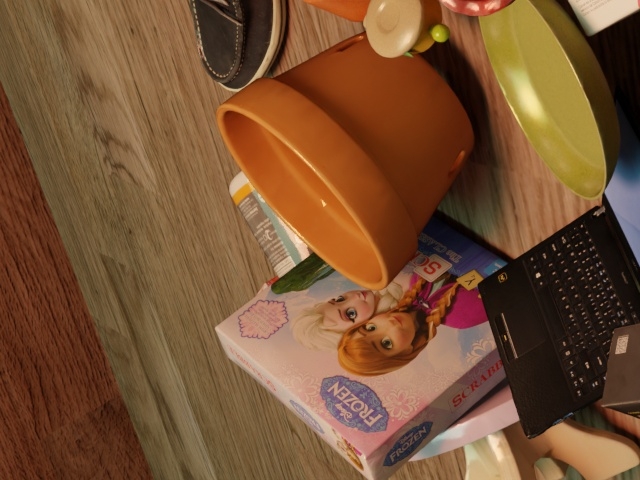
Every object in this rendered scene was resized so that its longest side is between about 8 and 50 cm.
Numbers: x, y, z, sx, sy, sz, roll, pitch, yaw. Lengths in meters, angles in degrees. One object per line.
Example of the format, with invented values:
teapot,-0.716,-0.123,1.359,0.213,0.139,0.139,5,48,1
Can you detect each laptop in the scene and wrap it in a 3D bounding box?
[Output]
laptop,0.257,0.023,1.262,0.136,0.264,0.234,41,-155,-34

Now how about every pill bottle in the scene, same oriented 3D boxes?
pill bottle,0.000,0.000,1.796,0.278,0.162,0.162,59,154,4

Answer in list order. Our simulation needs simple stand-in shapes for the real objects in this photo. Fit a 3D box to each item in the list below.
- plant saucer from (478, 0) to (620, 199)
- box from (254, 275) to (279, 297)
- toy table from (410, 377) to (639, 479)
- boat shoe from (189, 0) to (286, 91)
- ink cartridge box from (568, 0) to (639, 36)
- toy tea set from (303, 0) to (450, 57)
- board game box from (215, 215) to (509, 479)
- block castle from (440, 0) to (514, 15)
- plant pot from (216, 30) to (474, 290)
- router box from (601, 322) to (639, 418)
plant saucer,0.229,-0.155,1.222,0.241,0.037,0.241,62,175,9
box,-0.040,0.133,2.037,0.123,0.128,0.257,57,153,10
toy table,0.242,0.255,1.541,0.274,0.252,0.161,-29,93,34
boat shoe,-0.145,-0.393,1.684,0.187,0.156,0.500,45,151,26
ink cartridge box,0.255,-0.323,1.078,0.237,0.100,0.172,62,154,-2
toy tea set,0.106,-0.308,1.400,0.336,0.124,0.200,42,119,41
board game box,0.082,0.108,1.567,0.318,0.318,0.066,34,154,43
block castle,0.182,-0.405,0.859,0.303,0.213,0.453,-5,105,35
plant pot,0.044,-0.114,1.497,0.291,0.203,0.291,43,166,14
router box,0.431,0.128,1.055,0.242,0.081,0.309,21,161,-21
